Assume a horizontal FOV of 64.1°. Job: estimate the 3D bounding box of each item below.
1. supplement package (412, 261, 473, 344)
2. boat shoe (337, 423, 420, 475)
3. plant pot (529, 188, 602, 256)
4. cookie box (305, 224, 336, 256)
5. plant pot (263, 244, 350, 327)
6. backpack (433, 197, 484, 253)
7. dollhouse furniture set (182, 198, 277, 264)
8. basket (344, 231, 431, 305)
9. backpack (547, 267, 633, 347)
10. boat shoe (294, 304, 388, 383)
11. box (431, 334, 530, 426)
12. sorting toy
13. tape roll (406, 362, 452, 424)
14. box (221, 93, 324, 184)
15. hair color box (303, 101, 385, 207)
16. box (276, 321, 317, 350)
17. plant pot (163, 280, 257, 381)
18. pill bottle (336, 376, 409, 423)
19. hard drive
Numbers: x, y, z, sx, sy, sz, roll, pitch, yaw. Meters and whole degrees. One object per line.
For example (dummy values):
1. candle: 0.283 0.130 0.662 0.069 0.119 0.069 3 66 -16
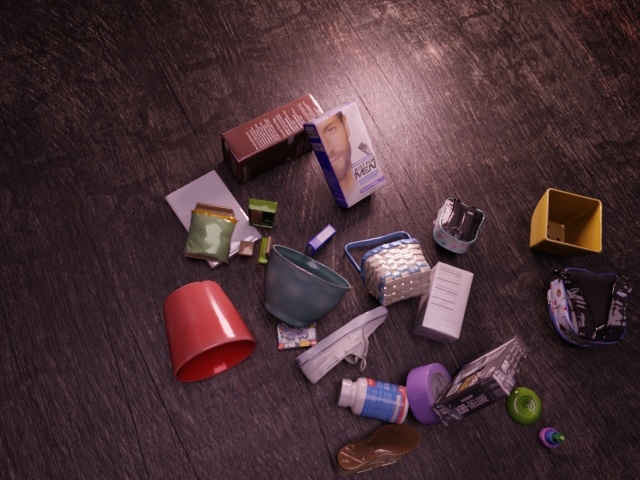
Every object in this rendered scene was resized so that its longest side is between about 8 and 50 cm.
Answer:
1. supplement package: 0.434 0.223 1.814 0.134 0.139 0.244 19 70 1
2. boat shoe: 0.187 0.680 1.658 0.285 0.089 0.104 -11 46 -14
3. plant pot: 0.914 -0.044 1.947 0.212 0.187 0.212 13 69 -3
4. cookie box: 0.000 0.000 1.863 0.107 0.092 0.040 -41 84 -19
5. plant pot: -0.073 0.168 1.716 0.293 0.293 0.196 29 97 3
6. backpack: 0.504 -0.044 1.910 0.166 0.144 0.188 27 47 1
7. dollhouse furniture set: -0.314 -0.036 1.757 0.301 0.151 0.197 8 70 -5
8. basket: 0.244 0.084 1.823 0.254 0.201 0.289 -14 45 -10
9. backpack: 0.954 0.251 1.837 0.276 0.213 0.263 6 62 1
10. boat shoe: 0.104 0.364 1.716 0.367 0.136 0.156 -29 80 -24
11. box: 0.514 0.441 1.621 0.076 0.242 0.307 53 35 9
12. sorting toy: 0.705 0.542 1.745 0.127 0.126 0.365 -31 76 -17
13. tape roll: 0.368 0.506 1.682 0.189 0.080 0.189 28 50 -39
14. box: -0.173 -0.381 1.922 0.381 0.191 0.143 -28 76 -15
15. hair color box: 0.093 -0.314 1.885 0.185 0.110 0.339 -32 113 -17
16. box: -0.081 0.327 1.769 0.137 0.027 0.094 -4 72 -9
17. plant pot: -0.373 0.280 1.636 0.275 0.275 0.243 -22 65 -14
18. pill bottle: 0.169 0.521 1.682 0.221 0.124 0.124 13 69 -4
19. hard drive: -0.390 -0.080 1.866 0.210 0.040 0.319 -33 78 -17
